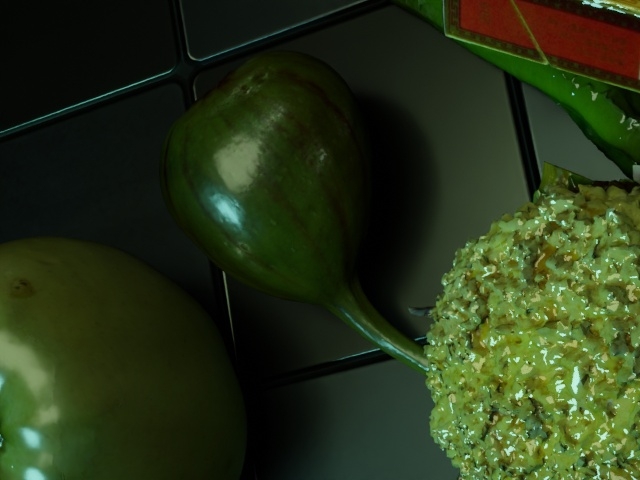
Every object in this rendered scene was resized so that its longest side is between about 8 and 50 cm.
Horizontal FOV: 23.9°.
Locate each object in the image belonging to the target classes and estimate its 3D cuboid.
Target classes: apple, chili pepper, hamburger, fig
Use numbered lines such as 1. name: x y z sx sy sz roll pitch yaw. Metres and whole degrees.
1. apple: -0.177 0.129 1.025 0.262 0.262 0.262 -5 80 26
2. chili pepper: 0.170 -0.111 0.974 0.359 0.076 0.085 41 120 30
3. hamburger: 0.158 0.081 0.894 0.243 0.139 0.261 24 105 35
4. fig: 0.000 0.000 1.038 0.151 0.151 0.259 -33 96 19

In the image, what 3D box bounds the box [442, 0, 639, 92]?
1. box: 0.211 -0.160 0.908 0.240 0.074 0.153 20 59 20
